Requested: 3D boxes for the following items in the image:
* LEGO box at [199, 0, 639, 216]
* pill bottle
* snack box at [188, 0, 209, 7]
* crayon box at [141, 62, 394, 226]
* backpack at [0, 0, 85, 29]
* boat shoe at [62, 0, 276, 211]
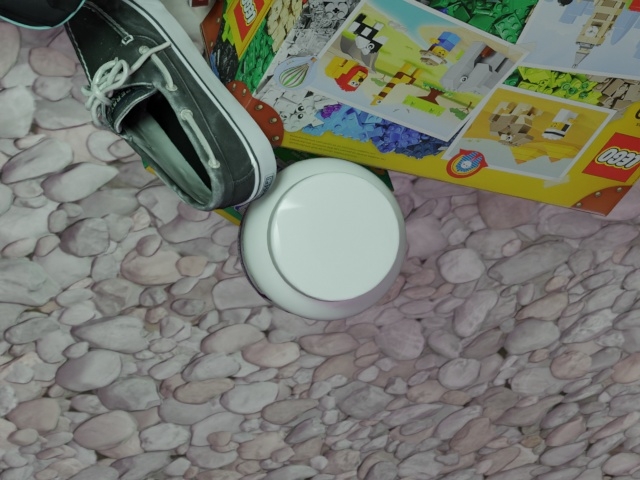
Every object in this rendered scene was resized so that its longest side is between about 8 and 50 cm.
[{"bbox_3d":[0.183,-0.251,1.391,0.500,0.193,0.372,10,134,-28],"label":"LEGO box"},{"bbox_3d":[0.000,0.000,1.404,0.169,0.169,0.301,-11,180,-6],"label":"pill bottle"},{"bbox_3d":[-0.121,-0.319,1.308,0.022,0.064,0.178,-7,140,-14],"label":"snack box"},{"bbox_3d":[-0.062,-0.098,1.574,0.165,0.081,0.278,-35,137,21],"label":"crayon box"},{"bbox_3d":[-0.283,-0.293,1.212,0.188,0.144,0.166,28,125,-13],"label":"backpack"},{"bbox_3d":[-0.177,-0.144,1.309,0.105,0.306,0.113,-23,160,-48],"label":"boat shoe"}]
